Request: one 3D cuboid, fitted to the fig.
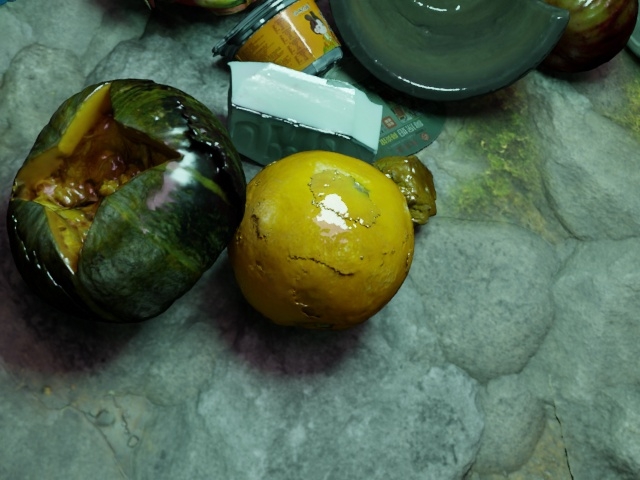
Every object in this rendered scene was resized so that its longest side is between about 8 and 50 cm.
[{"bbox_3d":[0.467,-0.442,1.714,0.217,0.217,0.321,37,71,4],"label":"fig"}]

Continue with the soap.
[{"bbox_3d":[-0.033,-0.166,1.461,0.230,0.145,0.091,11,59,-5],"label":"soap"}]

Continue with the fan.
[{"bbox_3d":[0.094,-0.251,1.630,0.223,0.012,0.294,-1,63,-18],"label":"fan"}]

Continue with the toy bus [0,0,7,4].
[{"bbox_3d":[-0.474,-0.439,1.421,0.134,0.246,0.113,4,59,-29],"label":"toy bus"}]

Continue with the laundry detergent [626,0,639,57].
[{"bbox_3d":[0.731,-0.437,1.878,0.398,0.124,0.264,-3,60,-21],"label":"laundry detergent"}]

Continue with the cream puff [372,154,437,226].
[{"bbox_3d":[0.116,-0.074,1.489,0.116,0.094,0.122,24,53,-56],"label":"cream puff"}]

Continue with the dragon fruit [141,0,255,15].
[{"bbox_3d":[-0.157,-0.443,1.508,0.305,0.305,0.225,-41,110,-31],"label":"dragon fruit"}]

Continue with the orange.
[{"bbox_3d":[0.000,0.000,1.320,0.246,0.246,0.246,8,60,-14],"label":"orange"}]

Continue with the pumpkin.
[{"bbox_3d":[-0.244,-0.051,1.258,0.320,0.192,0.320,-11,63,23],"label":"pumpkin"}]

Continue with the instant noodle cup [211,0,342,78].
[{"bbox_3d":[-0.048,-0.291,1.526,0.208,0.177,0.125,-38,91,-11],"label":"instant noodle cup"}]

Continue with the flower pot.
[{"bbox_3d":[0.192,-0.433,1.591,0.379,0.379,0.251,19,27,-7],"label":"flower pot"}]
